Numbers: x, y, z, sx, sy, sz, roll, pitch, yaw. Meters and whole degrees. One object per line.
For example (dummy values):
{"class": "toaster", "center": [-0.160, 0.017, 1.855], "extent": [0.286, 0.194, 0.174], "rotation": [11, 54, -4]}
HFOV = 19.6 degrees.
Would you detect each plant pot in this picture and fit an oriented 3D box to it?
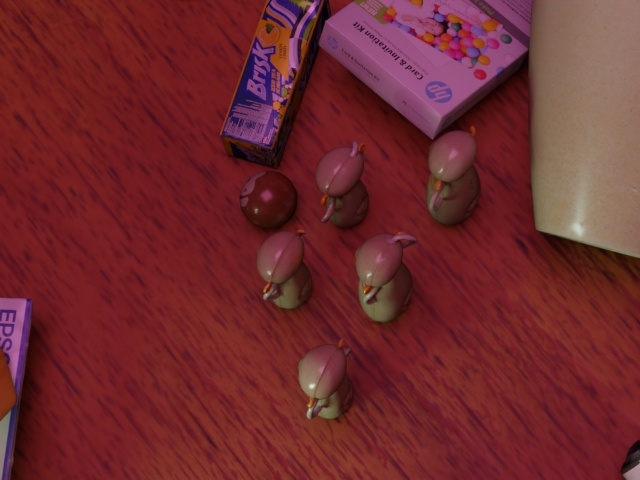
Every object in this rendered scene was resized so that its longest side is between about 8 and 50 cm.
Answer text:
{"class": "plant pot", "center": [0.286, -0.125, 1.627], "extent": [0.256, 0.256, 0.274], "rotation": [14, 91, 10]}

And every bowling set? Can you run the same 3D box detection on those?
{"class": "bowling set", "center": [0.000, 0.000, 1.642], "extent": [0.200, 0.154, 0.287], "rotation": [27, 77, 12]}

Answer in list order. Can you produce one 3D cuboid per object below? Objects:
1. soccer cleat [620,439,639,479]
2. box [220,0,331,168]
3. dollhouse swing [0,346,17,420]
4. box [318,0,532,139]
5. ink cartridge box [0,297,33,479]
{"class": "soccer cleat", "center": [0.409, 0.138, 1.567], "extent": [0.318, 0.108, 0.116], "rotation": [-39, 86, 11]}
{"class": "box", "center": [-0.041, -0.158, 1.744], "extent": [0.054, 0.059, 0.169], "rotation": [17, 75, 9]}
{"class": "dollhouse swing", "center": [-0.473, 0.152, 1.513], "extent": [0.315, 0.305, 0.347], "rotation": [-43, 96, 9]}
{"class": "box", "center": [0.112, -0.193, 1.715], "extent": [0.145, 0.038, 0.186], "rotation": [41, 57, 16]}
{"class": "ink cartridge box", "center": [-0.420, 0.195, 1.670], "extent": [0.307, 0.072, 0.304], "rotation": [4, 72, 5]}
